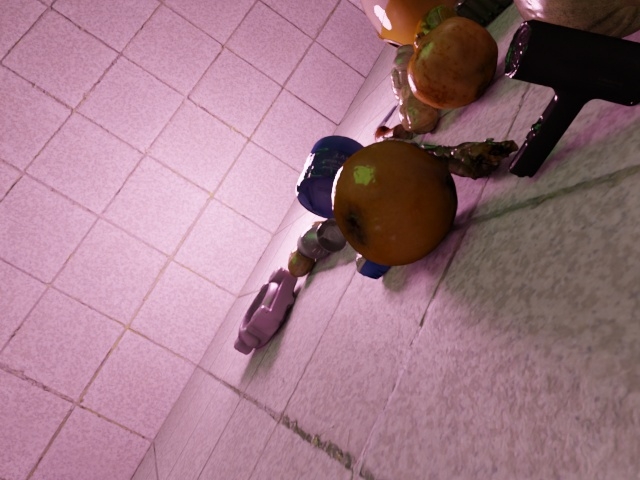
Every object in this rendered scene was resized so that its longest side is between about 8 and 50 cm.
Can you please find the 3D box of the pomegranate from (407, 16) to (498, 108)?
[{"bbox_3d":[0.347,-0.471,1.315,0.248,0.248,0.248,-54,12,17],"label":"pomegranate"}]

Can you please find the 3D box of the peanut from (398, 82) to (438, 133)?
[{"bbox_3d":[0.321,-0.430,1.596,0.136,0.120,0.298,-27,30,28],"label":"peanut"}]

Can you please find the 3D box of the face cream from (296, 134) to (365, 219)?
[{"bbox_3d":[0.054,-0.226,1.835,0.249,0.249,0.224,-41,25,53],"label":"face cream"}]

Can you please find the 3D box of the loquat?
[{"bbox_3d":[0.147,-0.077,1.031,0.263,0.263,0.263,-54,12,17],"label":"loquat"}]

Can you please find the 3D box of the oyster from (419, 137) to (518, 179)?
[{"bbox_3d":[0.291,-0.172,1.034,0.345,0.129,0.078,-161,85,-73],"label":"oyster"}]

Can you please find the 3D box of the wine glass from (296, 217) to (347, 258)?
[{"bbox_3d":[0.000,0.000,1.759,0.126,0.127,0.241,-61,14,-17],"label":"wine glass"}]

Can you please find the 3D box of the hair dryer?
[{"bbox_3d":[0.364,-0.200,0.773,0.089,0.197,0.251,-76,0,-47],"label":"hair dryer"}]

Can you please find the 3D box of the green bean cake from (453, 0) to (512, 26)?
[{"bbox_3d":[0.571,-0.854,1.666,0.254,0.132,0.241,-62,9,-19],"label":"green bean cake"}]

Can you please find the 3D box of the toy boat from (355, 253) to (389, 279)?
[{"bbox_3d":[0.155,-0.034,1.298,0.129,0.088,0.295,-49,15,34],"label":"toy boat"}]

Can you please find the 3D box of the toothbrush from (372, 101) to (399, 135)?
[{"bbox_3d":[0.325,-0.580,2.197,0.288,0.024,0.026,-50,28,28],"label":"toothbrush"}]

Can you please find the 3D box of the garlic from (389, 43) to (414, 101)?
[{"bbox_3d":[0.370,-0.606,1.800,0.212,0.218,0.218,2,51,31],"label":"garlic"}]

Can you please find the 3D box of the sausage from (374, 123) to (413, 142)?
[{"bbox_3d":[0.256,-0.378,1.821,0.102,0.076,0.302,-49,13,2],"label":"sausage"}]

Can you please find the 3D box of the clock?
[{"bbox_3d":[-0.220,0.286,1.933,0.322,0.114,0.295,-48,15,42],"label":"clock"}]

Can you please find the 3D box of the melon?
[{"bbox_3d":[0.450,-0.454,0.820,0.248,0.249,0.329,-50,23,33],"label":"melon"}]

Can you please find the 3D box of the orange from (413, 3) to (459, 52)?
[{"bbox_3d":[0.390,-0.655,1.643,0.159,0.179,0.237,-19,61,33],"label":"orange"}]

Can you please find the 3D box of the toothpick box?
[{"bbox_3d":[0.392,-1.028,2.109,0.409,0.425,0.408,-36,23,17],"label":"toothpick box"}]

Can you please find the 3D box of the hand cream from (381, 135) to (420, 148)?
[{"bbox_3d":[0.256,-0.299,1.618,0.059,0.095,0.276,-24,14,-5],"label":"hand cream"}]

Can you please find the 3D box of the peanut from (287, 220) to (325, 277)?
[{"bbox_3d":[-0.047,0.027,1.926,0.117,0.101,0.263,10,65,49],"label":"peanut"}]
